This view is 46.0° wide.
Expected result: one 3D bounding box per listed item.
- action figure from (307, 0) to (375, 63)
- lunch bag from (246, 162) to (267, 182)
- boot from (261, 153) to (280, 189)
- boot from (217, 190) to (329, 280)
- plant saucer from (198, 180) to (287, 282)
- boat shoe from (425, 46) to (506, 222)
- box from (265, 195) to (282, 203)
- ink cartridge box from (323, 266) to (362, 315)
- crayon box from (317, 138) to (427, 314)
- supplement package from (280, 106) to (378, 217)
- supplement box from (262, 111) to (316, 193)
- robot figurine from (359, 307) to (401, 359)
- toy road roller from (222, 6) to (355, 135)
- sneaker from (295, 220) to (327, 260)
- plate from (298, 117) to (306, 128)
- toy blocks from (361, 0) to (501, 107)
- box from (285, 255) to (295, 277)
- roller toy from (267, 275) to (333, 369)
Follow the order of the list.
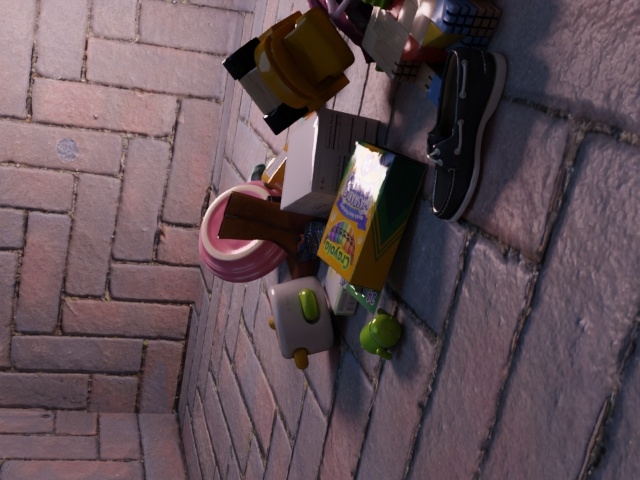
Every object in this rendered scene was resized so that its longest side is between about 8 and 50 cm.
[{"bbox_3d":[0.034,-0.547,1.678,0.370,0.276,0.248,49,124,34],"label":"action figure"},{"bbox_3d":[-0.196,-0.090,2.455,0.223,0.160,0.262,118,146,-52],"label":"lunch bag"},{"bbox_3d":[-0.077,-0.180,2.145,0.213,0.077,0.165,-38,43,22],"label":"boot"},{"bbox_3d":[-0.136,0.005,2.031,0.096,0.281,0.264,-109,30,-52],"label":"boot"},{"bbox_3d":[-0.228,-0.040,2.247,0.084,0.332,0.332,47,-146,-56],"label":"plant saucer"},{"bbox_3d":[0.224,-0.178,1.283,0.114,0.091,0.302,-131,49,-66],"label":"boat shoe"},{"bbox_3d":[-0.084,-0.078,2.092,0.116,0.162,0.029,123,147,-56],"label":"box"},{"bbox_3d":[0.049,0.049,1.824,0.235,0.056,0.171,-118,38,-57],"label":"ink cartridge box"},{"bbox_3d":[0.092,-0.033,1.568,0.203,0.083,0.322,39,113,65],"label":"crayon box"},{"bbox_3d":[0.015,-0.180,1.827,0.262,0.145,0.203,160,118,-70],"label":"supplement package"},{"bbox_3d":[-0.055,-0.233,2.031,0.233,0.078,0.080,-53,26,6],"label":"supplement box"},{"bbox_3d":[0.122,0.190,1.529,0.115,0.067,0.101,125,154,-57],"label":"robot figurine"},{"bbox_3d":[-0.024,-0.395,1.627,0.241,0.202,0.329,-28,14,39],"label":"toy road roller"},{"bbox_3d":[0.000,0.000,1.921,0.221,0.087,0.083,151,116,-71],"label":"sneaker"},{"bbox_3d":[-0.041,-0.354,2.224,0.188,0.024,0.188,-164,90,-82],"label":"plate"},{"bbox_3d":[0.207,-0.411,1.330,0.261,0.191,0.381,60,143,43],"label":"toy blocks"},{"bbox_3d":[-0.068,0.018,2.240,0.201,0.021,0.164,-112,33,-57],"label":"box"},{"bbox_3d":[-0.057,0.195,1.879,0.191,0.146,0.209,-116,15,-64],"label":"roller toy"}]
